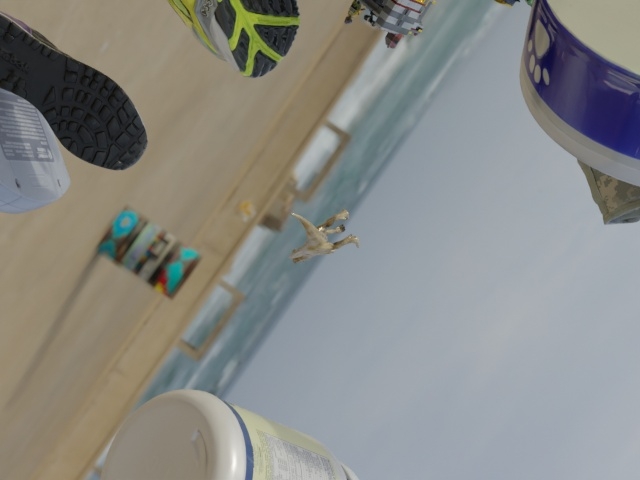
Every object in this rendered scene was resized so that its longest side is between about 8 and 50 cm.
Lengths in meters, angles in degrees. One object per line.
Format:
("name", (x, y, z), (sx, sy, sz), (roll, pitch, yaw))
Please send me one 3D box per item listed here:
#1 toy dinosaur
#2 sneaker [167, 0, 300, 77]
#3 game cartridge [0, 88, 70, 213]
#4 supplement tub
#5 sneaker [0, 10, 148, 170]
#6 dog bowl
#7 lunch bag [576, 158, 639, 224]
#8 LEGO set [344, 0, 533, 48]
("toy dinosaur", (0.000, 0.000, 1.510), (0.093, 0.053, 0.183), (-23, 166, -11))
("sneaker", (-0.142, -0.343, 1.239), (0.145, 0.147, 0.384), (-43, 143, -27))
("game cartridge", (-0.425, -0.134, 1.563), (0.060, 0.196, 0.294), (-23, 180, 6))
("supplement tub", (-0.107, 0.350, 1.548), (0.325, 0.235, 0.235), (32, 94, -46))
("sneaker", (-0.339, -0.208, 1.492), (0.107, 0.283, 0.124), (-48, -162, 8))
("dog bowl", (0.303, -0.163, 0.950), (0.265, 0.265, 0.104), (-55, 157, -38))
("lunch bag", (0.533, -0.166, 1.823), (0.287, 0.235, 0.169), (-15, 170, -7))
("LEGO set", (0.090, -0.345, 1.360), (0.255, 0.331, 0.192), (-2, 130, -57))
